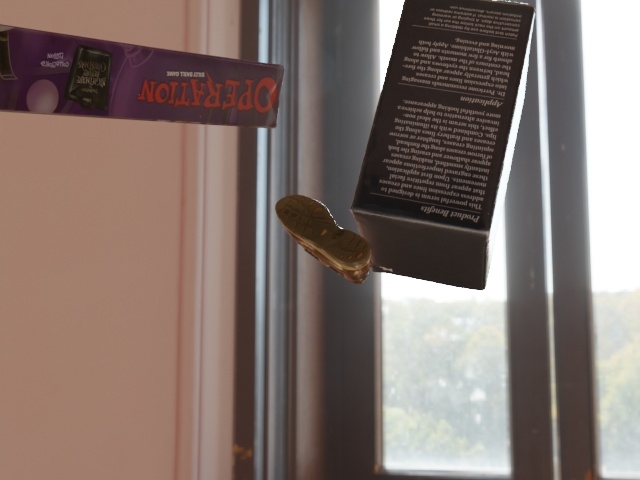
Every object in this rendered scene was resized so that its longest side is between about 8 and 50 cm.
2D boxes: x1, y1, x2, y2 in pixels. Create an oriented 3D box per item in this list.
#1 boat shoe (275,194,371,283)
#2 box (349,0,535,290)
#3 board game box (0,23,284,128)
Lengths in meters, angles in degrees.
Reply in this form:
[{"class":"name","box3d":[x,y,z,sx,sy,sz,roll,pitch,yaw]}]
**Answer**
[{"class":"boat shoe","box3d":[0.001,0.000,1.218,0.064,0.060,0.178,-34,51,-24]},{"class":"box","box3d":[0.209,-0.156,1.475,0.212,0.395,0.293,11,-17,13]},{"class":"board game box","box3d":[-0.207,-0.100,0.495,0.208,0.056,0.347,18,14,35]}]
